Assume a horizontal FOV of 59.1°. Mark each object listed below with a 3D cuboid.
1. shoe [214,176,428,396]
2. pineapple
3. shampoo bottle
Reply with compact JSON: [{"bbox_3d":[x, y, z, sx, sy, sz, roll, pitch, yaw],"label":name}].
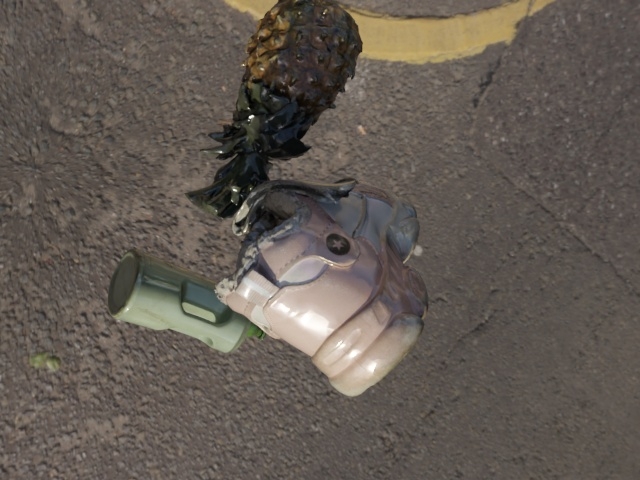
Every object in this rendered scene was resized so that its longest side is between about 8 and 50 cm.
[{"bbox_3d":[0.002,-0.002,0.659,0.198,0.351,0.172,35,109,-18],"label":"shoe"},{"bbox_3d":[-0.061,-0.163,0.718,0.141,0.170,0.310,36,79,-40],"label":"pineapple"},{"bbox_3d":[-0.174,0.096,0.805,0.234,0.118,0.087,26,104,-33],"label":"shampoo bottle"}]
